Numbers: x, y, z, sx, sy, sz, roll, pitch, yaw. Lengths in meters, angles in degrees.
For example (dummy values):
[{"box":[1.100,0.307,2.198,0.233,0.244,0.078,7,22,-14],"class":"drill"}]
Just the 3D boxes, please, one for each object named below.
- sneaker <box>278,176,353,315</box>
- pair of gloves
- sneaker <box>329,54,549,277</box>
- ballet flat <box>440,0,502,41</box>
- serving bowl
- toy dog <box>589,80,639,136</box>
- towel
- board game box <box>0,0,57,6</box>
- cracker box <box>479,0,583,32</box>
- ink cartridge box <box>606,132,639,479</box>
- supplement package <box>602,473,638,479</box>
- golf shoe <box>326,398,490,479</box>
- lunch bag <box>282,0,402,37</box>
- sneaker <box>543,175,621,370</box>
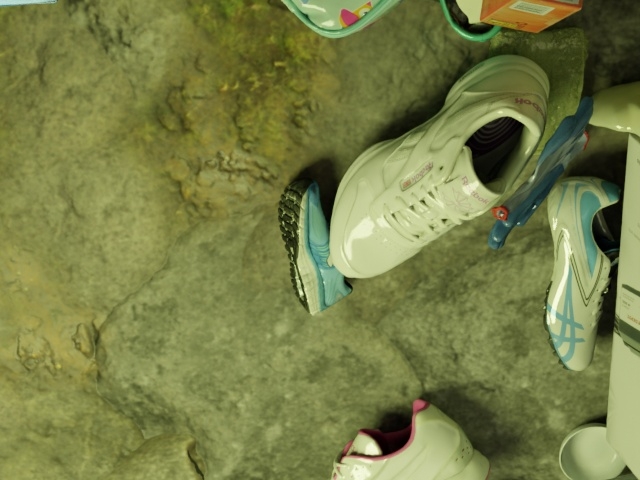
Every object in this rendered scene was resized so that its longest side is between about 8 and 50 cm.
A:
[{"box":[0.000,0.000,1.884,0.073,0.063,0.162,-18,121,-15],"class":"sneaker"},{"box":[0.226,-0.067,1.765,0.023,0.198,0.159,40,81,11],"class":"pair of gloves"},{"box":[0.115,-0.062,1.773,0.114,0.152,0.305,36,113,-18],"class":"sneaker"},{"box":[0.144,-0.310,1.709,0.083,0.087,0.247,-13,116,5],"class":"ballet flat"},{"box":[0.322,0.249,2.033,0.083,0.027,0.083,-2,117,-3],"class":"serving bowl"},{"box":[0.443,-0.279,1.638,0.395,0.284,0.408,-4,115,-2],"class":"toy dog"},{"box":[0.226,-0.158,1.824,0.110,0.027,0.148,0,118,-2],"class":"towel"},{"box":[-0.375,-0.309,1.703,0.210,0.047,0.160,-5,117,-1],"class":"board game box"},{"box":[0.214,-0.324,1.619,0.067,0.156,0.232,11,87,-7],"class":"cracker box"},{"box":[0.479,0.072,1.847,0.285,0.166,0.395,-9,118,-15],"class":"ink cartridge box"},{"box":[0.412,0.350,1.919,0.262,0.204,0.145,-10,101,-17],"class":"supplement package"},{"box":[0.042,0.297,2.009,0.306,0.115,0.140,-31,104,5],"class":"golf shoe"},{"box":[0.009,-0.353,1.627,0.224,0.108,0.279,-39,92,20],"class":"lunch bag"},{"box":[0.293,0.042,1.891,0.086,0.085,0.237,6,117,21],"class":"sneaker"}]
